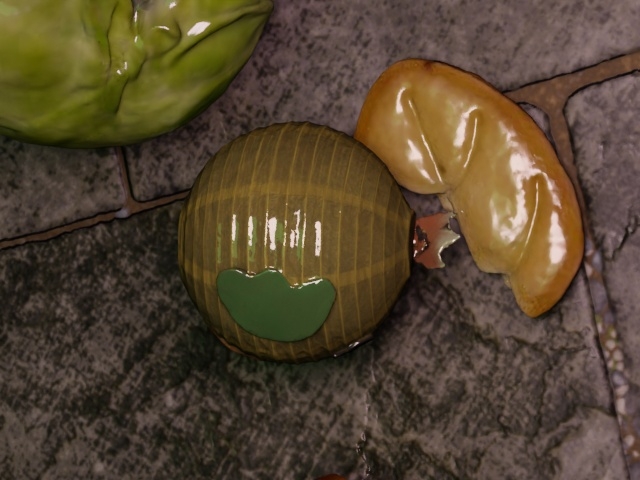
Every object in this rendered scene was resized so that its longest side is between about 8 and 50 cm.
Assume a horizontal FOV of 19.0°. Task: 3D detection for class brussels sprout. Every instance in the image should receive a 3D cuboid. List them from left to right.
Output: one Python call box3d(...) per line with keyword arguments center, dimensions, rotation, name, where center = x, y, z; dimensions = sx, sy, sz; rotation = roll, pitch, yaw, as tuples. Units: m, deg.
box3d(center=(-0.257, -0.276, 1.987), dimensions=(0.425, 0.342, 0.361), rotation=(0, 126, -10), name="brussels sprout")

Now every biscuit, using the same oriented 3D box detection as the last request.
box3d(center=(0.161, -0.070, 1.943), dimensions=(0.299, 0.045, 0.154), rotation=(43, 104, 19), name="biscuit")

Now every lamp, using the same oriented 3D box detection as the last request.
box3d(center=(0.000, 0.000, 1.918), dimensions=(0.284, 0.250, 0.250), rotation=(-2, 88, 9), name="lamp")

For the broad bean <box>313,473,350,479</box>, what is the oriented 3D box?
box3d(center=(-0.017, 0.330, 1.974), dimensions=(0.228, 0.156, 0.122), rotation=(-29, 119, 15), name="broad bean")
